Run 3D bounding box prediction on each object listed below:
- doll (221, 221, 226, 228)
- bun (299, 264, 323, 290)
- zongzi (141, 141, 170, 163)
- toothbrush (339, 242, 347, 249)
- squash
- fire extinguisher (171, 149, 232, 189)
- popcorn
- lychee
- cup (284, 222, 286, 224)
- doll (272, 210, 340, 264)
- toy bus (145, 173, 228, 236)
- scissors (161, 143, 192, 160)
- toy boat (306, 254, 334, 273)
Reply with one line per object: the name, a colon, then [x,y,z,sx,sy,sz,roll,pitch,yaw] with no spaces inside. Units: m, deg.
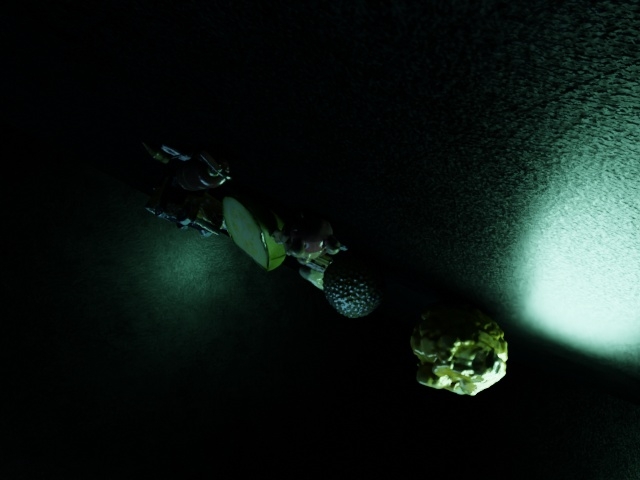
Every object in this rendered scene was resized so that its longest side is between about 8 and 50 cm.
doll: [-0.457,-0.100,2.465,0.316,0.103,0.145,21,168,-11]
bun: [-0.007,0.182,2.788,0.231,0.133,0.231,34,173,4]
zongzi: [-0.554,-0.298,1.740,0.083,0.040,0.076,34,-178,23]
toothbrush: [0.000,0.000,2.030,0.286,0.020,0.025,15,159,46]
squash: [-0.252,-0.041,1.825,0.233,0.210,0.309,41,-175,21]
fire extinguisher: [-0.337,-0.203,1.449,0.141,0.105,0.341,33,168,-24]
popcorn: [0.526,0.393,1.956,0.343,0.355,0.390,-4,-160,33]
lychee: [0.135,0.177,2.053,0.255,0.256,0.274,28,140,-19]
cup: [-0.188,-0.028,2.107,0.155,0.131,0.176,32,140,-20]
doll: [-0.044,0.000,1.698,0.196,0.152,0.256,29,172,-14]
toy bus: [-0.527,-0.145,2.060,0.323,0.194,0.162,15,168,36]
scissors: [-0.416,-0.263,1.628,0.188,0.015,0.100,19,171,24]
toy boat: [-0.029,0.091,2.442,0.225,0.088,0.068,25,172,-4]
